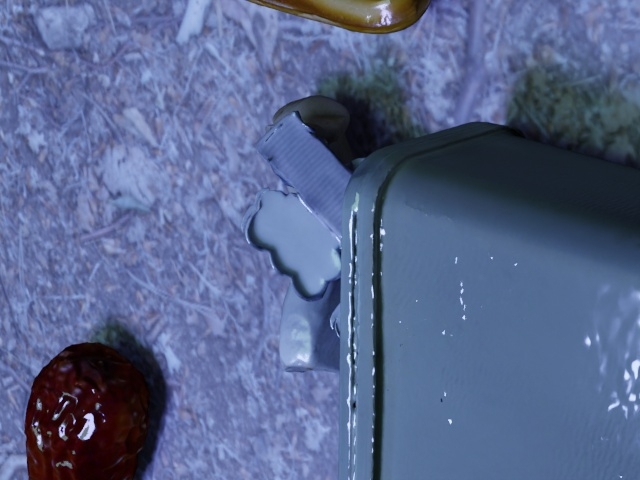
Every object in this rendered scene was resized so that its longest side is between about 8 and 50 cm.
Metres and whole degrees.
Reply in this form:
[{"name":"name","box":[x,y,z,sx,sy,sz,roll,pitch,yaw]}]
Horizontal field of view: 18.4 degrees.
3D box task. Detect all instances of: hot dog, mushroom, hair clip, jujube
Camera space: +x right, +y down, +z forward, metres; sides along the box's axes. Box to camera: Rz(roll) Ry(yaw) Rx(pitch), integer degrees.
[{"name":"hot dog","box":[-0.016,-0.229,1.499,0.269,0.072,0.115,25,120,39]},{"name":"mushroom","box":[0.004,-0.001,1.541,0.081,0.092,0.223,-163,71,-71]},{"name":"hair clip","box":[0.035,-0.002,1.475,0.220,0.140,0.054,47,179,-7]},{"name":"jujube","box":[-0.215,0.178,1.800,0.112,0.109,0.176,-107,27,-52]}]

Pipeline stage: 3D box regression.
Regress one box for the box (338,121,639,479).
[{"name":"box","box":[0.195,0.126,1.336,0.343,0.177,0.352,15,113,38]}]
